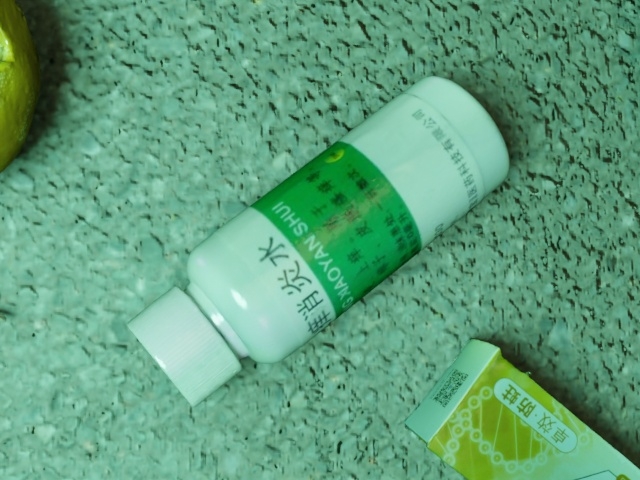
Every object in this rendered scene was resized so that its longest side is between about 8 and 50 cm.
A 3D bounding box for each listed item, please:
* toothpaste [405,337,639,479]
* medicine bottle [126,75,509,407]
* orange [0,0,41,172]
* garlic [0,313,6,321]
[{"bbox_3d":[0.205,0.197,0.616,0.313,0.071,0.089,40,83,-7],"label":"toothpaste"},{"bbox_3d":[0.000,0.000,0.572,0.260,0.095,0.095,-38,94,-11],"label":"medicine bottle"},{"bbox_3d":[-0.241,-0.096,0.506,0.155,0.134,0.154,0,89,-6],"label":"orange"},{"bbox_3d":[-0.276,0.027,0.521,0.152,0.066,0.084,42,77,-4],"label":"garlic"}]
